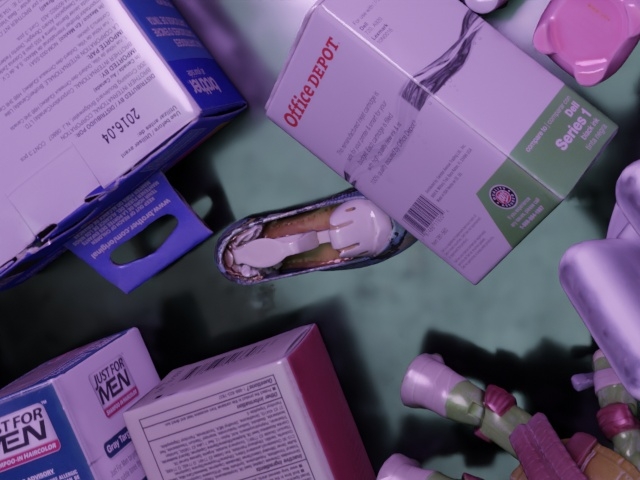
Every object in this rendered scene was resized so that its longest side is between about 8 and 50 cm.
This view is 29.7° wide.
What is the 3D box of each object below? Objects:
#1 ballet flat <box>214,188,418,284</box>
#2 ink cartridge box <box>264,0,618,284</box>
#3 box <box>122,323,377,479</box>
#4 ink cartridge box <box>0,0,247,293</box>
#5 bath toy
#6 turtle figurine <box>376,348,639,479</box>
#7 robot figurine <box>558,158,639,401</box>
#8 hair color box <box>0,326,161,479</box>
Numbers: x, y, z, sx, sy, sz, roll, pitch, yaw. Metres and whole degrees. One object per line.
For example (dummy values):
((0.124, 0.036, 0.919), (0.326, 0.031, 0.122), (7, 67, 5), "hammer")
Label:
((0.000, 0.000, 0.990), (0.189, 0.070, 0.070), (-16, 96, 13), "ballet flat")
((0.082, -0.091, 0.903), (0.219, 0.160, 0.092), (40, 61, 3), "ink cartridge box")
((-0.039, 0.208, 1.001), (0.149, 0.127, 0.232), (-20, 95, 14), "box")
((-0.251, -0.134, 0.974), (0.270, 0.151, 0.395), (-35, 90, 15), "ink cartridge box")
((0.204, -0.192, 0.885), (0.348, 0.129, 0.151), (42, 118, 4), "bath toy")
((0.200, 0.188, 0.963), (0.266, 0.275, 0.197), (16, 126, 28), "turtle figurine")
((0.328, 0.020, 0.775), (0.300, 0.354, 0.199), (-59, 43, 42), "robot figurine")
((-0.159, 0.264, 1.011), (0.105, 0.174, 0.347), (-21, 94, 16), "hair color box")
